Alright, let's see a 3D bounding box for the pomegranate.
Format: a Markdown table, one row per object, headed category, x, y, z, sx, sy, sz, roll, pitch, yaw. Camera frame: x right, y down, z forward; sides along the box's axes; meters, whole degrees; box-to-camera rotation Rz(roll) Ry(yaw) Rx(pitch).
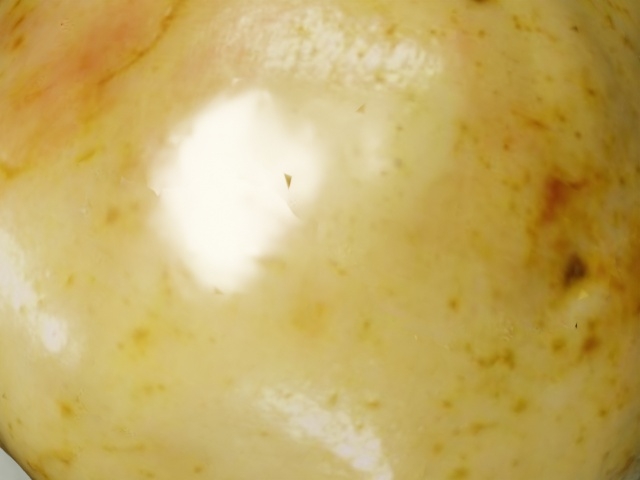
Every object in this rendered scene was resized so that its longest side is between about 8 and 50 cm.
| category | x | y | z | sx | sy | sz | roll | pitch | yaw |
| --- | --- | --- | --- | --- | --- | --- | --- | --- | --- |
| pomegranate | 0.000 | 0.000 | 0.947 | 0.411 | 0.411 | 0.411 | 7 | 65 | -15 |
